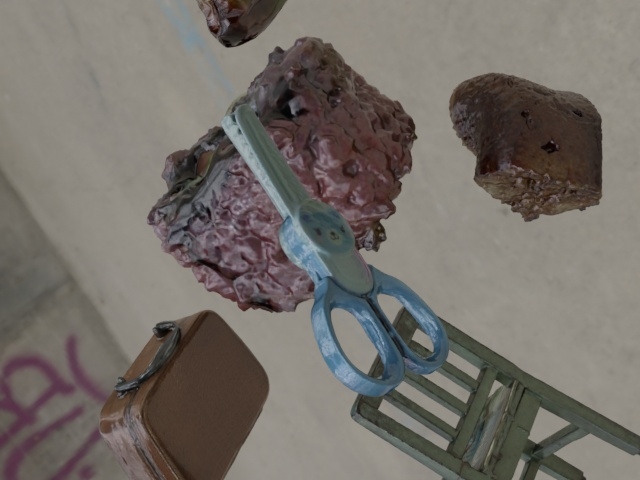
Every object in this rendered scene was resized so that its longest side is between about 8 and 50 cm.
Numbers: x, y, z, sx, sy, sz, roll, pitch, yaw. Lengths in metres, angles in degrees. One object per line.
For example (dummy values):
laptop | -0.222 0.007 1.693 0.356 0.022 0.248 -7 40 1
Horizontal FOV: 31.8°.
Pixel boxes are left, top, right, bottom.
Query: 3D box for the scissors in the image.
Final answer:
scissors | 0.000 0.000 0.855 0.030 0.125 0.256 -45 70 36

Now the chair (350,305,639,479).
chair | 0.148 0.198 1.066 0.270 0.136 0.147 29 149 -3

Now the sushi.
sushi | -0.046 -0.067 1.120 0.171 0.236 0.270 35 119 -24

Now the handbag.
handbag | -0.140 0.167 1.166 0.072 0.193 0.151 -18 113 36

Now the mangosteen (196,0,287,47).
mangosteen | -0.009 -0.320 0.537 0.382 0.382 0.435 104 165 -58

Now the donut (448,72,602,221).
donut | 0.210 -0.111 1.152 0.126 0.186 0.144 17 150 -22
